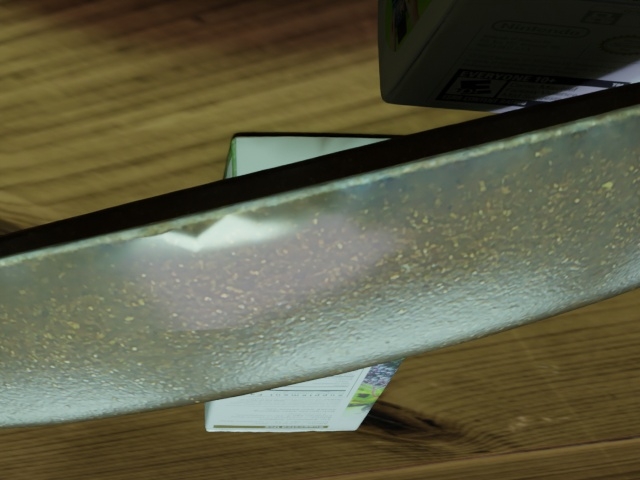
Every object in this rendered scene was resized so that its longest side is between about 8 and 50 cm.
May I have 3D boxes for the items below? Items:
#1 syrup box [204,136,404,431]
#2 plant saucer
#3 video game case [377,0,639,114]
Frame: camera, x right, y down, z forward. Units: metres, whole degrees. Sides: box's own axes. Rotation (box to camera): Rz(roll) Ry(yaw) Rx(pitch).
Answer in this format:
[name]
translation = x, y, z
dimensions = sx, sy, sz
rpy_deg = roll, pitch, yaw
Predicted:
[syrup box]
translation = -0.010, 0.032, 0.885
dimensions = 0.096, 0.093, 0.237
rpy_deg = 1, 160, -7
[plant saucer]
translation = 0.000, 0.000, 0.493
dimensions = 0.310, 0.050, 0.310
rpy_deg = -12, -176, 1
[video game case]
translation = 0.180, -0.108, 0.551
dimensions = 0.269, 0.061, 0.244
rpy_deg = 3, 162, -14
